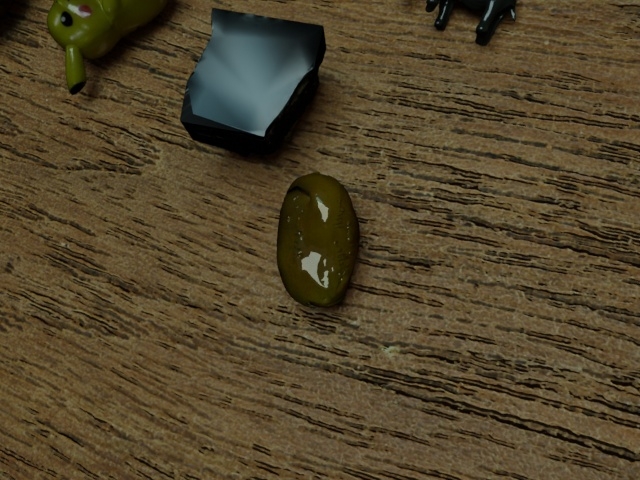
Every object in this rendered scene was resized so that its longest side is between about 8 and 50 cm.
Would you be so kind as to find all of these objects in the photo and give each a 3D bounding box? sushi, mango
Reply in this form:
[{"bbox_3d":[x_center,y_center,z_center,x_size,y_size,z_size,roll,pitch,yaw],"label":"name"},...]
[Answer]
[{"bbox_3d":[-0.114,-0.279,1.393,0.215,0.212,0.227,11,79,8],"label":"sushi"},{"bbox_3d":[0.000,0.000,1.314,0.151,0.156,0.249,8,70,-22],"label":"mango"}]

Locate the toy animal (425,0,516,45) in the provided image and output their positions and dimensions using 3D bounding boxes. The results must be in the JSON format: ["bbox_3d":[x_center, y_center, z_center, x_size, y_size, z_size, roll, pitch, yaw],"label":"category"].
[{"bbox_3d":[0.267,-0.485,1.430,0.245,0.114,0.146,25,87,-3],"label":"toy animal"}]

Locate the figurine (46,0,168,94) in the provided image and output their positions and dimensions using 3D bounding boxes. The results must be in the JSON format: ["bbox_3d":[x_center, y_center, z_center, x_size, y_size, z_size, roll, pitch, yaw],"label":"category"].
[{"bbox_3d":[-0.466,-0.498,1.565,0.326,0.169,0.218,-37,54,-3],"label":"figurine"}]

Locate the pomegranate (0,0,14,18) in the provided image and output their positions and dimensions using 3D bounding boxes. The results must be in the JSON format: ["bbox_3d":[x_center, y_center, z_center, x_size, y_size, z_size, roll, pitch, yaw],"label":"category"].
[{"bbox_3d":[-0.842,-0.608,1.657,0.340,0.285,0.285,22,78,49],"label":"pomegranate"}]
